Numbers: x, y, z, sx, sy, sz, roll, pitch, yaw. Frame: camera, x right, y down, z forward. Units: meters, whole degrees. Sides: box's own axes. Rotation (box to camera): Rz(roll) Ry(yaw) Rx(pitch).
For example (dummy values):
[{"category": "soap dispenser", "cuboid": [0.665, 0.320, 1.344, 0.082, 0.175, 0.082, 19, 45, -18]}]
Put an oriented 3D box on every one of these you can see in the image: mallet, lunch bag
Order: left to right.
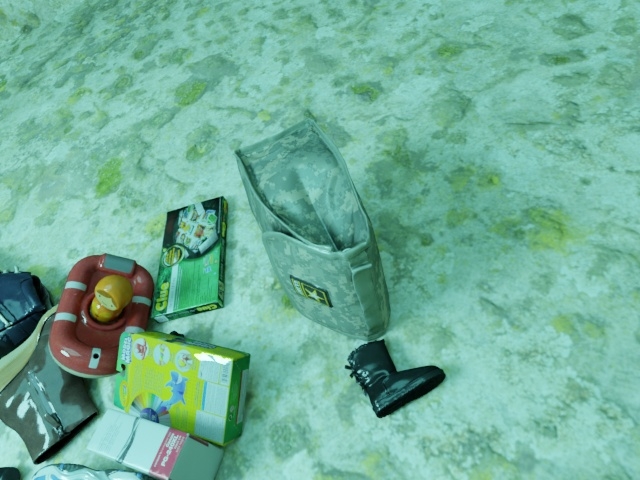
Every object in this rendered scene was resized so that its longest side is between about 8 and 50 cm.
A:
[{"category": "mallet", "cuboid": [-0.507, 0.445, 0.718, 0.062, 0.039, 0.190, -19, 55, 10]}, {"category": "lunch bag", "cuboid": [0.000, 0.000, 0.726, 0.168, 0.235, 0.287, -26, 50, -7]}]

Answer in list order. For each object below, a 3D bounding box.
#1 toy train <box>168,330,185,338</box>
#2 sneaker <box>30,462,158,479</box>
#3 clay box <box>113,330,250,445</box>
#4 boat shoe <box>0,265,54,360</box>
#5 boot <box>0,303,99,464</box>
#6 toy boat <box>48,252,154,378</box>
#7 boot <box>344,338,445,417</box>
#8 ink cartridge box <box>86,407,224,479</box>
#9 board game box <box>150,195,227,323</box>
[{"category": "toy train", "cuboid": [-0.204, 0.195, 0.786, 0.158, 0.036, 0.027, 28, 68, 34]}, {"category": "sneaker", "cuboid": [-0.338, 0.373, 0.677, 0.210, 0.080, 0.081, -5, 50, 18]}, {"category": "clay box", "cuboid": [-0.219, 0.218, 0.730, 0.221, 0.053, 0.128, 7, 90, 25]}, {"category": "boat shoe", "cuboid": [-0.671, 0.103, 0.986, 0.158, 0.127, 0.340, -38, 59, -18]}, {"category": "boot", "cuboid": [-0.447, 0.233, 0.840, 0.206, 0.090, 0.248, 38, 69, 22]}, {"category": "toy boat", "cuboid": [-0.364, 0.112, 0.810, 0.151, 0.150, 0.231, -47, 36, 44]}, {"category": "boot", "cuboid": [0.103, 0.185, 0.678, 0.121, 0.045, 0.099, -29, 47, -2]}, {"category": "ink cartridge box", "cuboid": [-0.233, 0.298, 0.673, 0.150, 0.109, 0.063, 6, 58, 24]}, {"category": "board game box", "cuboid": [-0.253, 0.030, 0.933, 0.136, 0.030, 0.260, -12, 52, 9]}]
